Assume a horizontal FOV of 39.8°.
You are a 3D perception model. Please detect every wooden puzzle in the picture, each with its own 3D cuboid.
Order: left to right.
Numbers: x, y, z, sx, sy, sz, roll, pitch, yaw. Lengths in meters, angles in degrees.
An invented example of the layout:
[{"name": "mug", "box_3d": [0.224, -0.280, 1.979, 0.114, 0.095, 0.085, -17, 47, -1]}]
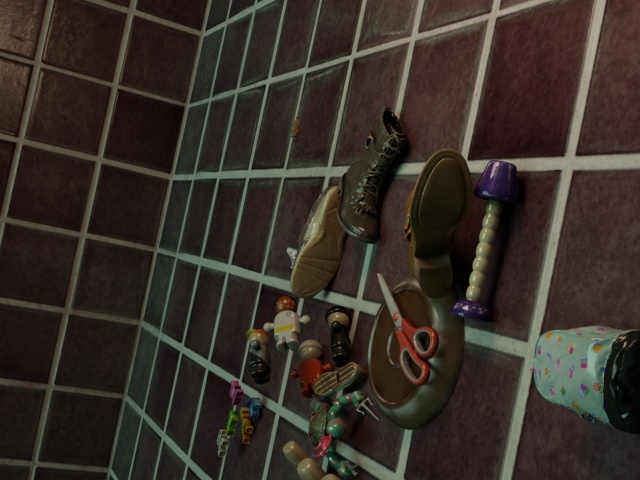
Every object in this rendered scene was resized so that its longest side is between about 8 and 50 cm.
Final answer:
[{"name": "wooden puzzle", "box_3d": [-0.071, -0.321, 2.528, 0.049, 0.006, 0.083, 9, 87, 66]}]

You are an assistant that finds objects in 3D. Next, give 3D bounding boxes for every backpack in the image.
[{"name": "backpack", "box_3d": [0.377, 0.175, 1.199, 0.182, 0.115, 0.152, -173, 93, -68]}]

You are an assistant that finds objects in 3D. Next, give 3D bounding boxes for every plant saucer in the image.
[{"name": "plant saucer", "box_3d": [0.169, 0.207, 1.712, 0.310, 0.050, 0.311, -40, 43, 52]}]

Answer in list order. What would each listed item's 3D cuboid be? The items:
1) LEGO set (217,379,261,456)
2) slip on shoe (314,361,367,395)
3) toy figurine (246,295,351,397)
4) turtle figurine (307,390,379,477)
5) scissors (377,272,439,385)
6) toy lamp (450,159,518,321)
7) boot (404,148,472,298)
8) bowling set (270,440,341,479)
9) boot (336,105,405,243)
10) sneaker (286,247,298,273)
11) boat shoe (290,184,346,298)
[{"name": "LEGO set", "box_3d": [-0.216, 0.466, 2.374, 0.093, 0.087, 0.227, -113, 36, -56]}, {"name": "slip on shoe", "box_3d": [0.043, 0.302, 1.904, 0.135, 0.041, 0.051, -36, 45, 34]}, {"name": "toy figurine", "box_3d": [-0.047, 0.229, 1.970, 0.213, 0.209, 0.148, -54, 27, 40]}, {"name": "turtle figurine", "box_3d": [0.031, 0.390, 1.845, 0.175, 0.118, 0.234, -70, 13, -10]}, {"name": "scissors", "box_3d": [0.148, 0.166, 1.691, 0.297, 0.021, 0.109, 49, 124, 59]}, {"name": "toy lamp", "box_3d": [0.286, -0.001, 1.523, 0.080, 0.080, 0.275, 9, 86, 65]}, {"name": "boot", "box_3d": [0.207, -0.059, 1.618, 0.220, 0.109, 0.284, -92, -2, -66]}, {"name": "bowling set", "box_3d": [-0.038, 0.551, 1.792, 0.200, 0.154, 0.287, -41, 18, -10]}, {"name": "boot", "box_3d": [0.118, -0.147, 1.938, 0.229, 0.091, 0.263, -58, 28, 37]}, {"name": "sneaker", "box_3d": [-0.068, 0.057, 2.299, 0.098, 0.038, 0.069, 17, 93, 66]}, {"name": "boat shoe", "box_3d": [0.000, 0.000, 2.118, 0.285, 0.102, 0.092, -70, 20, 7]}]
